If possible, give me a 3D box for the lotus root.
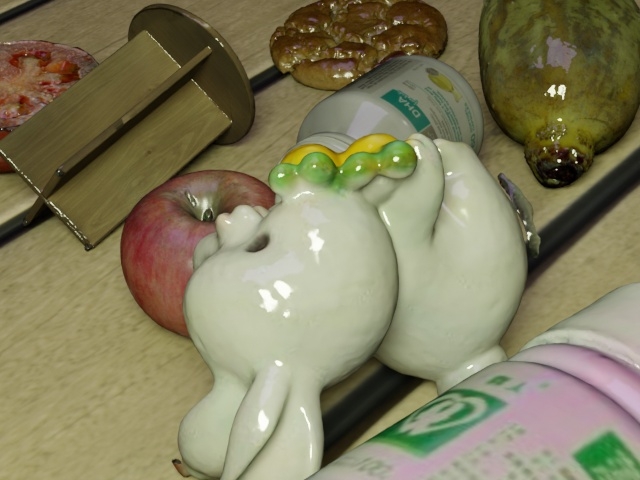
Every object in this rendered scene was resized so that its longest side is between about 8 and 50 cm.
[{"bbox_3d":[0.247,-0.176,1.376,0.173,0.173,0.309,-2,40,7],"label":"lotus root"}]

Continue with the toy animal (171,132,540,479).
[{"bbox_3d":[0.012,0.047,0.995,0.183,0.247,0.310,3,15,42],"label":"toy animal"}]

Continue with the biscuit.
[{"bbox_3d":[0.044,-0.241,1.600,0.226,0.042,0.226,-4,34,3],"label":"biscuit"}]

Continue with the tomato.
[{"bbox_3d":[-0.333,-0.137,1.460,0.225,0.085,0.225,-2,30,1],"label":"tomato"}]

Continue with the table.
[{"bbox_3d":[-0.198,-0.105,1.342,0.167,0.167,0.226,19,49,34],"label":"table"}]

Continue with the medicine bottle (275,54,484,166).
[{"bbox_3d":[0.050,-0.080,1.241,0.135,0.135,0.215,14,30,28],"label":"medicine bottle"}]

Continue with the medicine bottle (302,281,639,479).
[{"bbox_3d":[0.118,0.180,0.776,0.325,0.212,0.212,-26,38,-30],"label":"medicine bottle"}]

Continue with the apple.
[{"bbox_3d":[-0.092,0.016,1.150,0.153,0.120,0.153,-1,37,1],"label":"apple"}]
